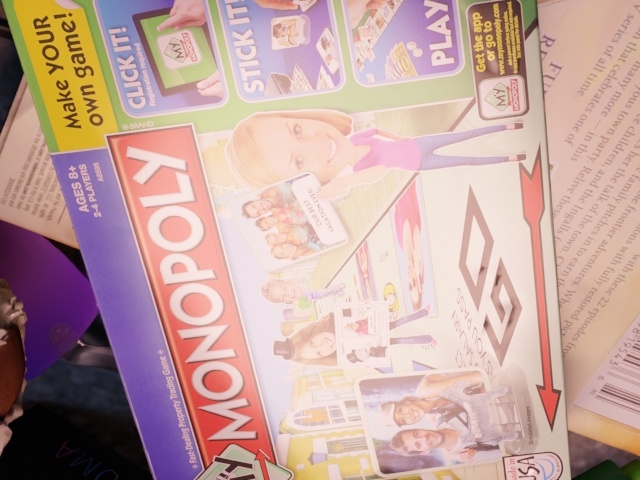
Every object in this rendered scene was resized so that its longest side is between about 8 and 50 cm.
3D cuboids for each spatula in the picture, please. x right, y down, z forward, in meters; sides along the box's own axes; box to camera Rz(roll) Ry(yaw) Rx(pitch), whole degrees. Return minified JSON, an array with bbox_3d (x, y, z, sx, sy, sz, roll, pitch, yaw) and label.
[{"bbox_3d":[-0.093,0.081,0.774,0.296,0.030,0.084,35,116,-22],"label":"spatula"}]

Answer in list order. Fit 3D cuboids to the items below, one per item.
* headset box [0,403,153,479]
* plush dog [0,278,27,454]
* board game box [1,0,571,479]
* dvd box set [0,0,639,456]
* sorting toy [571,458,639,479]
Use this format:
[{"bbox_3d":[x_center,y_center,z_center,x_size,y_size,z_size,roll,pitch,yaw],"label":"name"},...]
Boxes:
[{"bbox_3d":[-0.159,0.252,0.689,0.246,0.283,0.131,28,128,23],"label":"headset box"},{"bbox_3d":[-0.280,0.025,0.588,0.210,0.225,0.262,1,120,24],"label":"plush dog"},{"bbox_3d":[0.000,0.000,0.632,0.213,0.046,0.317,-8,125,6],"label":"board game box"},{"bbox_3d":[0.084,-0.068,0.648,0.420,0.062,0.308,21,123,-13],"label":"dvd box set"},{"bbox_3d":[0.206,0.277,0.756,0.126,0.127,0.366,-27,96,-7],"label":"sorting toy"}]
